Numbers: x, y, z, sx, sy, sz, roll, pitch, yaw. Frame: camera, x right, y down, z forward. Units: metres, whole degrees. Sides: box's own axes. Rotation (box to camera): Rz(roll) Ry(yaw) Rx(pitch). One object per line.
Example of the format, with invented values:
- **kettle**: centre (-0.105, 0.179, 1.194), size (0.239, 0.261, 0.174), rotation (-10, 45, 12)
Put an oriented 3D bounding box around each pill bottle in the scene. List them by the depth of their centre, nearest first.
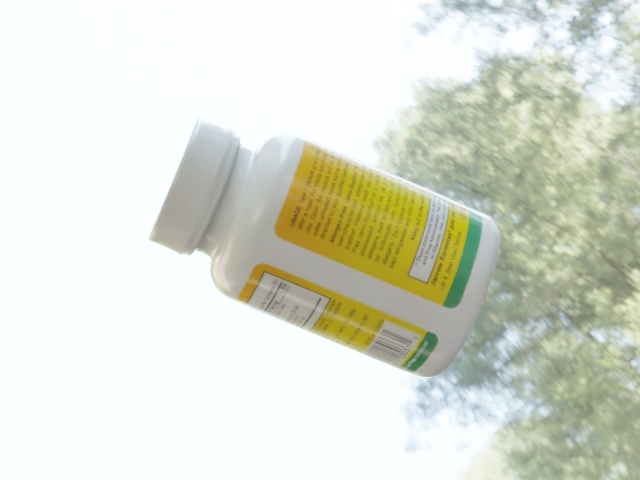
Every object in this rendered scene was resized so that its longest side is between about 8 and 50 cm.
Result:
- **pill bottle**: centre (0.000, 0.000, 0.921), size (0.208, 0.117, 0.117), rotation (22, -80, -7)
